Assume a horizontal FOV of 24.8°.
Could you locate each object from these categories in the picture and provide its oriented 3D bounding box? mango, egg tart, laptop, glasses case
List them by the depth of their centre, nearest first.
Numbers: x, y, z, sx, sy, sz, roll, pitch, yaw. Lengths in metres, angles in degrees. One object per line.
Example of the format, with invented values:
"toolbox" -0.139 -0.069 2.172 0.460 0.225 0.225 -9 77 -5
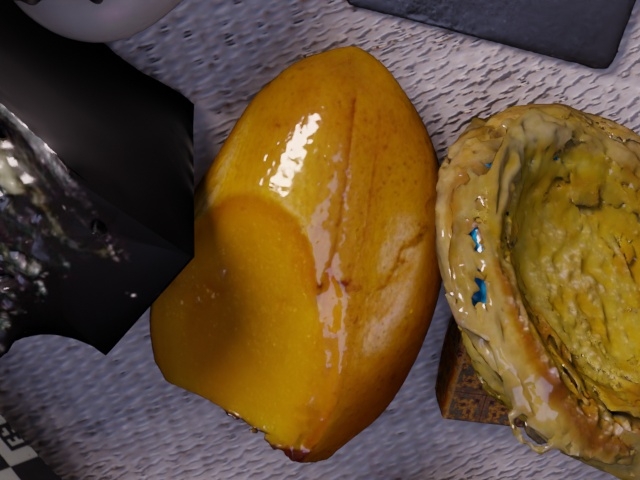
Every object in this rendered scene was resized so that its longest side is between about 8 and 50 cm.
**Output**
"mango" 0.000 0.000 0.973 0.187 0.138 0.257 25 104 -1
"laptop" 0.126 -0.198 0.973 0.197 0.016 0.135 14 110 -11
"egg tart" 0.167 0.043 0.975 0.291 0.290 0.107 38 140 -19
"glasses case" 0.199 0.102 1.082 0.218 0.049 0.075 8 115 -10

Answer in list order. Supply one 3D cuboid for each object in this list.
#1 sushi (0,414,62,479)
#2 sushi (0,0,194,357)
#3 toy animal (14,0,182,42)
"sushi" -0.251 0.177 1.055 0.192 0.050 0.215 -28 109 31
"sushi" -0.222 -0.039 0.883 0.227 0.215 0.212 35 110 -21
"toy animal" -0.126 -0.212 0.820 0.165 0.235 0.187 44 98 14
